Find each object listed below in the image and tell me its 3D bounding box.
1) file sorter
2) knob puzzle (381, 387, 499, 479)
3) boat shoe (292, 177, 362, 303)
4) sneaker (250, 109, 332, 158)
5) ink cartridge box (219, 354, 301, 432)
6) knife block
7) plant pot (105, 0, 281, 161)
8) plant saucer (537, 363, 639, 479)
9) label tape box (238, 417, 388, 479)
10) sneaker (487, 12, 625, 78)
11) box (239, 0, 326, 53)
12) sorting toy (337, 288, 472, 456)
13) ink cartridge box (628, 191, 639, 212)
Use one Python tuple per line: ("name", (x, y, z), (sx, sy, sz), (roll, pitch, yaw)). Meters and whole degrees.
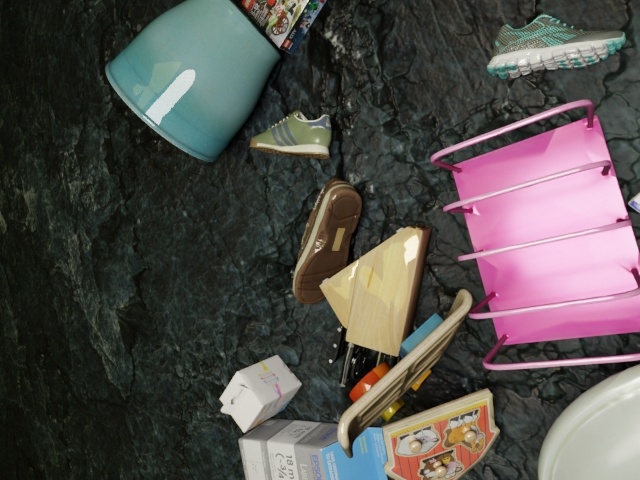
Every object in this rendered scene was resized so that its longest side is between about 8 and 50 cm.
("file sorter", (0.282, 0.001, 0.539), (0.202, 0.182, 0.291), (-17, 84, 34))
("knob puzzle", (0.192, 0.331, 0.644), (0.213, 0.213, 0.030), (-65, 23, 20))
("boat shoe", (0.007, 0.001, 0.801), (0.258, 0.095, 0.095), (-66, 27, 26))
("sneaker", (-0.055, -0.215, 0.834), (0.192, 0.064, 0.086), (13, 93, 33))
("ink cartridge box", (-0.129, 0.319, 0.869), (0.090, 0.143, 0.092), (43, 116, 25))
("knife block", (0.123, 0.137, 0.713), (0.275, 0.088, 0.242), (-36, 81, 23))
("plant pot", (-0.227, -0.344, 0.831), (0.255, 0.271, 0.272), (-42, 70, 15))
("plant saucer", (0.441, 0.291, 0.410), (0.400, 0.100, 0.401), (8, 116, 17))
("label tape box", (0.008, 0.492, 0.811), (0.333, 0.105, 0.241), (-14, 86, 35))
("sneaker", (0.317, -0.276, 0.571), (0.166, 0.065, 0.076), (6, 93, 33))
("box", (-0.047, -0.515, 0.813), (0.159, 0.044, 0.233), (51, 119, 20))
("sorting toy", (0.106, 0.201, 0.588), (0.229, 0.307, 0.041), (-41, 64, -17))
("ink cartridge box", (0.508, -0.119, 0.372), (0.176, 0.069, 0.371), (49, 120, 24))
